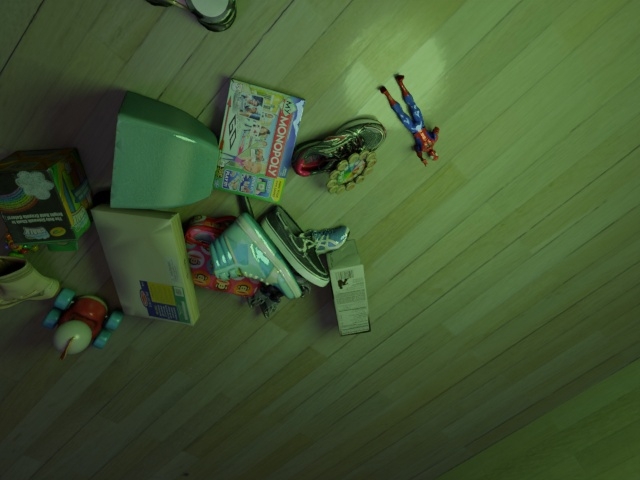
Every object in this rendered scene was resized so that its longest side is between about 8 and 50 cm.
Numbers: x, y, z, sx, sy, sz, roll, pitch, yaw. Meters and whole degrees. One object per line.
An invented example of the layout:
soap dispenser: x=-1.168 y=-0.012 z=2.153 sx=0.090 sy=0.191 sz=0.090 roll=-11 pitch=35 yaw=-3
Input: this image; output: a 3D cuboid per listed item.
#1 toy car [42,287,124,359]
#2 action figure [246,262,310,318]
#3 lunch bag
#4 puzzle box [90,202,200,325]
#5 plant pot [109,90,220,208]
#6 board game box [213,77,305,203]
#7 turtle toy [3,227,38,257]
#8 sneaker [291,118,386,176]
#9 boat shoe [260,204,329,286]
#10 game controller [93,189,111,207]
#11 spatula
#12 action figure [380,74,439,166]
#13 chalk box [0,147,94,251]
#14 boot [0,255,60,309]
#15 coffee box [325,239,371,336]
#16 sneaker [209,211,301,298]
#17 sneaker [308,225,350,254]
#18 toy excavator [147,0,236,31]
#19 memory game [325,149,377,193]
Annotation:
toy car: x=-0.847 y=0.325 z=1.375 sx=0.219 sy=0.238 sz=0.210 roll=33 pitch=112 yaw=-21
action figure: x=-0.127 y=0.163 z=1.427 sx=0.285 sy=0.099 sz=0.185 roll=-36 pitch=136 yaw=24
lunch bag: x=-0.314 y=0.040 z=1.340 sx=0.293 sy=0.120 sz=0.258 roll=17 pitch=113 yaw=-16
puzzle box: x=-0.547 y=0.087 z=1.280 sx=0.272 sy=0.052 sz=0.409 roll=7 pitch=122 yaw=11
plant pot: x=-0.419 y=-0.233 z=1.104 sx=0.252 sy=0.248 sz=0.247 roll=6 pitch=120 yaw=-24
board game box: x=-0.186 y=-0.283 z=1.178 sx=0.213 sy=0.046 sz=0.317 roll=12 pitch=111 yaw=-12
turtle toy: x=-0.965 y=0.015 z=1.283 sx=0.095 sy=0.066 sz=0.130 roll=20 pitch=116 yaw=-16
sneaker: x=0.058 y=-0.263 z=1.198 sx=0.299 sy=0.112 sz=0.121 roll=-22 pitch=119 yaw=7
boat shoe: x=-0.063 y=0.013 z=1.296 sx=0.102 sy=0.108 sz=0.301 roll=-44 pitch=79 yaw=19
game controller: x=-0.617 y=-0.016 z=1.300 sx=0.166 sy=0.067 sz=0.319 roll=-4 pitch=120 yaw=-3
spatula: x=-0.260 y=-0.186 z=1.257 sx=0.084 sy=0.030 sz=0.296 roll=-15 pitch=120 yaw=1
action figure: x=0.286 y=-0.332 z=1.171 sx=0.091 sy=0.139 sz=0.280 roll=-33 pitch=120 yaw=15
chalk box: x=-0.789 y=-0.102 z=1.171 sx=0.180 sy=0.179 sz=0.289 roll=-3 pitch=121 yaw=-5
boot: x=-1.020 y=0.136 z=1.284 sx=0.262 sy=0.095 sz=0.203 roll=-8 pitch=151 yaw=-5
coffee box: x=0.098 y=0.170 z=1.421 sx=0.118 sy=0.168 sz=0.297 roll=-10 pitch=121 yaw=0
sneaker: x=-0.216 y=0.093 z=1.244 sx=0.208 sy=0.127 sz=0.319 roll=-36 pitch=102 yaw=-2
sneaker: x=0.000 y=0.000 z=1.362 sx=0.211 sy=0.080 sz=0.081 roll=-26 pitch=121 yaw=9
toy excavator: x=-0.181 y=-0.698 z=0.884 sx=0.432 sy=0.222 sz=0.445 roll=18 pitch=108 yaw=-17
memory game: x=0.096 y=-0.205 z=1.224 sx=0.186 sy=0.012 sz=0.186 roll=-29 pitch=158 yaw=-13
